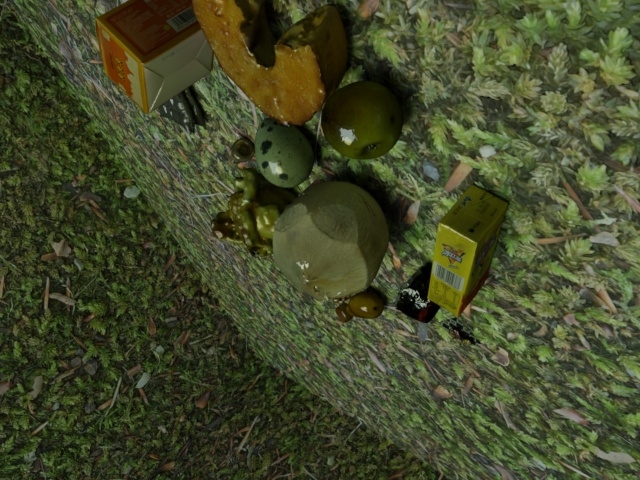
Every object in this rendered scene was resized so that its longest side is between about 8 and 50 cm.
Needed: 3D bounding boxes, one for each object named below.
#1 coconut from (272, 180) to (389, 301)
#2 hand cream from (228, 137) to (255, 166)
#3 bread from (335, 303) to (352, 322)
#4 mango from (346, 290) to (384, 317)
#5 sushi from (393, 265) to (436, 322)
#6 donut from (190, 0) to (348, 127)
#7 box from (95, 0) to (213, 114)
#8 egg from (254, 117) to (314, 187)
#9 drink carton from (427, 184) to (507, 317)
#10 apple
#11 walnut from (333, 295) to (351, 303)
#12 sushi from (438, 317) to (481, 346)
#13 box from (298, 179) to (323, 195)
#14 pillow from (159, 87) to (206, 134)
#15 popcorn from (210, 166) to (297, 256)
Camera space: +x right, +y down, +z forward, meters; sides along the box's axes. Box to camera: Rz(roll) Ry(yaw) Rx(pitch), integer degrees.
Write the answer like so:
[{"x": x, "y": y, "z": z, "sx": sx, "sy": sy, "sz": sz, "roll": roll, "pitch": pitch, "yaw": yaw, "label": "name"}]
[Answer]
[{"x": 0.021, "y": 0.010, "z": 1.597, "sx": 0.346, "sy": 0.360, "sz": 0.346, "roll": 20, "pitch": 134, "yaw": 21, "label": "coconut"}, {"x": -0.310, "y": -0.321, "z": 2.002, "sx": 0.084, "sy": 0.084, "sz": 0.203, "roll": 51, "pitch": 161, "yaw": -11, "label": "hand cream"}, {"x": 0.108, "y": 0.315, "z": 2.331, "sx": 0.085, "sy": 0.053, "sz": 0.085, "roll": 44, "pitch": 152, "yaw": 31, "label": "bread"}, {"x": 0.170, "y": 0.257, "z": 2.070, "sx": 0.136, "sy": 0.099, "sz": 0.227, "roll": 15, "pitch": 161, "yaw": -13, "label": "mango"}, {"x": 0.318, "y": 0.176, "z": 1.700, "sx": 0.126, "sy": 0.136, "sz": 0.225, "roll": 38, "pitch": 161, "yaw": 22, "label": "sushi"}, {"x": -0.120, "y": -0.501, "z": 1.332, "sx": 0.435, "sy": 0.163, "sz": 0.377, "roll": 43, "pitch": 157, "yaw": 2, "label": "donut"}, {"x": -0.495, "y": -0.592, "z": 1.621, "sx": 0.214, "sy": 0.283, "sz": 0.259, "roll": 46, "pitch": 155, "yaw": 3, "label": "box"}, {"x": -0.117, "y": -0.274, "z": 1.648, "sx": 0.228, "sy": 0.177, "sz": 0.177, "roll": 64, "pitch": 153, "yaw": -5, "label": "egg"}, {"x": 0.371, "y": 0.037, "z": 1.376, "sx": 0.111, "sy": 0.154, "sz": 0.351, "roll": 32, "pitch": 152, "yaw": 27, "label": "drink carton"}, {"x": 0.102, "y": -0.280, "z": 1.265, "sx": 0.196, "sy": 0.196, "sz": 0.157, "roll": 115, "pitch": 144, "yaw": -64, "label": "apple"}, {"x": 0.090, "y": 0.168, "z": 2.033, "sx": 0.069, "sy": 0.143, "sz": 0.170, "roll": 18, "pitch": 145, "yaw": 28, "label": "walnut"}, {"x": 0.465, "y": 0.322, "z": 1.814, "sx": 0.126, "sy": 0.026, "sz": 0.120, "roll": 46, "pitch": 156, "yaw": 0, "label": "sushi"}, {"x": -0.007, "y": -0.129, "z": 1.794, "sx": 0.043, "sy": 0.089, "sz": 0.125, "roll": 14, "pitch": 139, "yaw": 50, "label": "box"}, {"x": -0.564, "y": -0.572, "z": 1.985, "sx": 0.228, "sy": 0.101, "sz": 0.326, "roll": 29, "pitch": 149, "yaw": 34, "label": "pillow"}, {"x": -0.225, "y": -0.118, "z": 1.985, "sx": 0.321, "sy": 0.290, "sz": 0.326, "roll": -59, "pitch": 40, "yaw": 27, "label": "popcorn"}]
